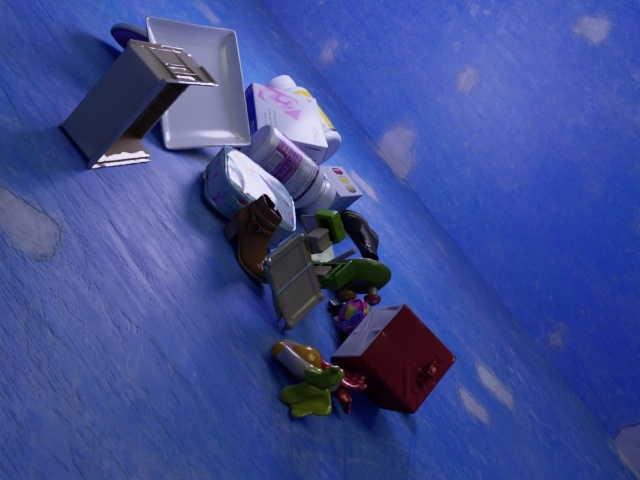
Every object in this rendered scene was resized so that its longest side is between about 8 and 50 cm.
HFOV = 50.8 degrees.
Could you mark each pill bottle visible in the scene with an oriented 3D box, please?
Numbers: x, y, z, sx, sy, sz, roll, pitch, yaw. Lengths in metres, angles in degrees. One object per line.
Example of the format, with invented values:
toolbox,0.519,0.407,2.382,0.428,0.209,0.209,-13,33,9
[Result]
pill bottle,-0.098,-0.205,2.085,0.302,0.169,0.169,40,22,-27
pill bottle,-0.083,-0.449,2.522,0.333,0.188,0.188,56,21,17

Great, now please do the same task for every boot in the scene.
boot,-0.143,-0.005,1.662,0.197,0.152,0.073,54,21,12
boot,0.146,-0.012,2.402,0.198,0.077,0.137,38,28,-26

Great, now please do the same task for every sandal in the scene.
sandal,-0.428,-0.461,1.937,0.416,0.169,0.102,37,64,-31

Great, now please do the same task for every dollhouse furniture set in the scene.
dollhouse furniture set,-0.071,0.069,1.684,0.301,0.151,0.197,-39,120,-44

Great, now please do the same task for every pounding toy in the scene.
pounding toy,0.099,0.128,1.965,0.237,0.183,0.110,30,54,-42

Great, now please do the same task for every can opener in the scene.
can opener,0.093,0.198,1.930,0.186,0.059,0.073,17,38,-56

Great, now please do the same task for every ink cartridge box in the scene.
ink cartridge box,-0.156,-0.408,2.247,0.330,0.071,0.324,10,39,-20

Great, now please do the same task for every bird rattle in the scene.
bird rattle,-0.004,0.285,1.495,0.207,0.143,0.253,39,13,19

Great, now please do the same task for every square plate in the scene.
square plate,-0.340,-0.427,1.877,0.344,0.049,0.346,-13,97,-54

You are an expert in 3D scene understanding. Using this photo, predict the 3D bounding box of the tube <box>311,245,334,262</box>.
tube,0.000,0.000,2.101,0.240,0.070,0.062,-97,175,-52

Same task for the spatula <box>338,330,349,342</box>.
spatula,0.154,0.352,1.830,0.296,0.030,0.084,47,19,-5

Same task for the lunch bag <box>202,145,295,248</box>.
lunch bag,-0.194,-0.114,1.815,0.279,0.108,0.224,37,26,-29

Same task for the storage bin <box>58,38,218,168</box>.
storage bin,-0.396,-0.299,1.501,0.123,0.262,0.260,49,20,4

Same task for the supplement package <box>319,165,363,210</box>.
supplement package,0.025,-0.166,2.324,0.139,0.134,0.244,53,20,8

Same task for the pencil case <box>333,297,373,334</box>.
pencil case,0.141,0.252,1.854,0.236,0.104,0.104,39,22,-37

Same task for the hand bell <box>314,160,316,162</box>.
hand bell,-0.036,-0.241,2.421,0.126,0.126,0.242,58,9,20

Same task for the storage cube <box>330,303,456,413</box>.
storage cube,0.178,0.289,1.663,0.193,0.183,0.215,47,-21,-7
